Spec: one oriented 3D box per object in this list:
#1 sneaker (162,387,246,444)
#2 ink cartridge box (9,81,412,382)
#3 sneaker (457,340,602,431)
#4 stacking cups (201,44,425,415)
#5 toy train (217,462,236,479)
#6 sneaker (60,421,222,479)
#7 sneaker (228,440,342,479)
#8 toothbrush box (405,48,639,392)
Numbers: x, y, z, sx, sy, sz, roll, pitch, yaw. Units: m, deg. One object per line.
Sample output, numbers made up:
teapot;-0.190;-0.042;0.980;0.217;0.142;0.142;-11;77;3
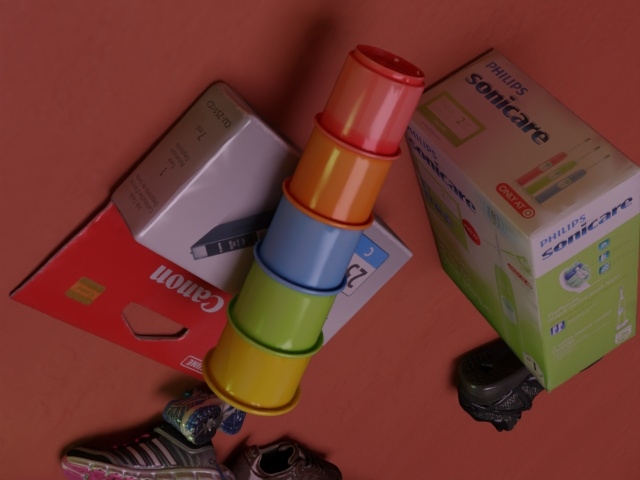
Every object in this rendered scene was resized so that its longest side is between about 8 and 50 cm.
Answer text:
sneaker;-0.121;0.180;0.949;0.135;0.058;0.052;14;96;-68
ink cartridge box;-0.083;0.032;0.814;0.261;0.066;0.296;-45;141;7
sneaker;0.294;0.194;1.252;0.227;0.087;0.130;-19;140;-18
stacking cups;0.000;0.000;0.719;0.096;0.096;0.316;3;124;-39
toy train;-0.174;0.319;1.023;0.184;0.080;0.105;-47;148;12
sneaker;-0.188;0.231;0.939;0.170;0.075;0.063;8;142;-15
sneaker;-0.031;0.292;1.111;0.188;0.066;0.071;10;121;-44
toothbrush box;0.204;-0.012;0.878;0.122;0.206;0.283;-31;142;-7
